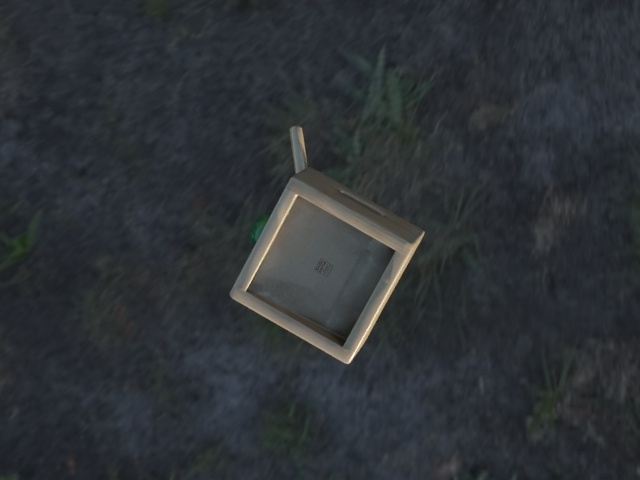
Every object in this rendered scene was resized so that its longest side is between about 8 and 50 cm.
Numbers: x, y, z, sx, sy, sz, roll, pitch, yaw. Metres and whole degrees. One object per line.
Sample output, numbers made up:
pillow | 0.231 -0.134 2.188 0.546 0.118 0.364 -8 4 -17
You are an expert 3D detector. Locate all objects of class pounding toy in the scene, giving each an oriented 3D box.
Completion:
pounding toy | 0.000 0.000 1.398 0.141 0.100 0.130 30 103 5
